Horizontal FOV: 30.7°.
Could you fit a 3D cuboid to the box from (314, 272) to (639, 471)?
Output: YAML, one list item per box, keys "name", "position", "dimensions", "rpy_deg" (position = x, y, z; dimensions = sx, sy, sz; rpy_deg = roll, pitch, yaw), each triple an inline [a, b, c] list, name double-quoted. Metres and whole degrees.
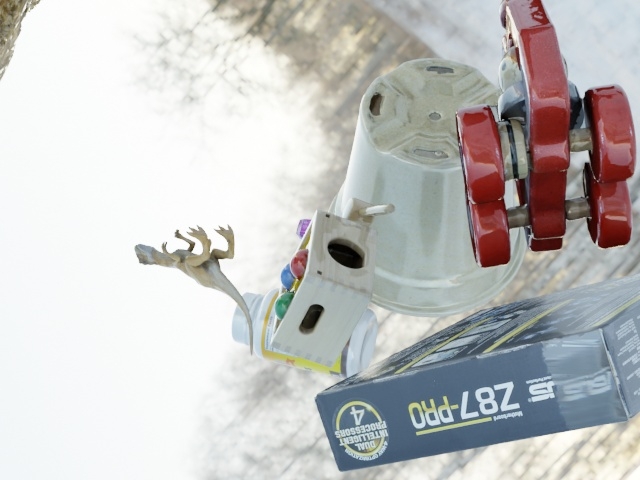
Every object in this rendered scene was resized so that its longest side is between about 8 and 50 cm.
- name: "box"
  position: [0.230, 0.121, 1.230]
  dimensions: [0.395, 0.318, 0.097]
  rpy_deg: [-16, -93, -57]

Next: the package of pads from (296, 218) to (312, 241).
- name: "package of pads"
  position: [0.000, 0.000, 1.773]
  dimensions: [0.050, 0.032, 0.083]
  rpy_deg: [4, 152, 22]

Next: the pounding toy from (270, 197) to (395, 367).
- name: "pounding toy"
  position: [0.013, 0.012, 1.418]
  dimensions: [0.094, 0.181, 0.206]
  rpy_deg: [20, -142, -9]

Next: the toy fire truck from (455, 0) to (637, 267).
- name: "toy fire truck"
  position: [0.228, -0.130, 1.257]
  dimensions: [0.302, 0.169, 0.254]
  rpy_deg: [73, -171, -56]

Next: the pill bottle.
- name: "pill bottle"
  position: [-0.026, 0.143, 1.832]
  dimensions: [0.215, 0.117, 0.117]
  rpy_deg: [12, -177, 17]

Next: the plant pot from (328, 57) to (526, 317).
- name: "plant pot"
  position: [0.171, -0.102, 1.810]
  dimensions: [0.334, 0.333, 0.305]
  rpy_deg: [48, 157, 30]

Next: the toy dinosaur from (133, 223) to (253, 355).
- name: "toy dinosaur"
  position: [-0.140, 0.040, 1.491]
  dimensions: [0.211, 0.112, 0.064]
  rpy_deg: [30, -149, 22]

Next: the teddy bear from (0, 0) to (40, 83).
- name: "teddy bear"
  position: [-0.290, -0.286, 1.052]
  dimensions: [0.113, 0.338, 0.245]
  rpy_deg: [30, -150, -5]
